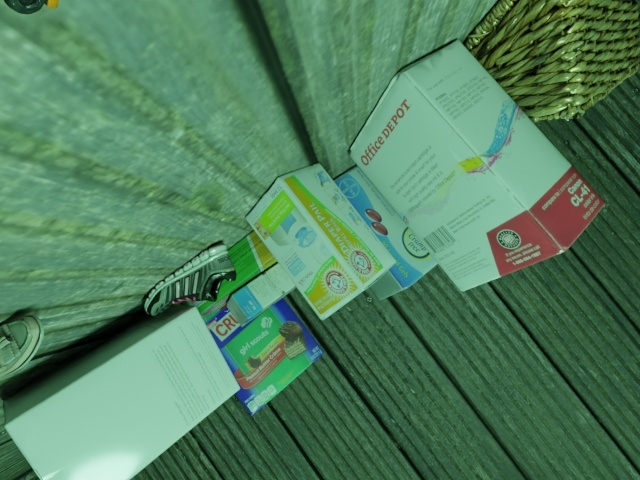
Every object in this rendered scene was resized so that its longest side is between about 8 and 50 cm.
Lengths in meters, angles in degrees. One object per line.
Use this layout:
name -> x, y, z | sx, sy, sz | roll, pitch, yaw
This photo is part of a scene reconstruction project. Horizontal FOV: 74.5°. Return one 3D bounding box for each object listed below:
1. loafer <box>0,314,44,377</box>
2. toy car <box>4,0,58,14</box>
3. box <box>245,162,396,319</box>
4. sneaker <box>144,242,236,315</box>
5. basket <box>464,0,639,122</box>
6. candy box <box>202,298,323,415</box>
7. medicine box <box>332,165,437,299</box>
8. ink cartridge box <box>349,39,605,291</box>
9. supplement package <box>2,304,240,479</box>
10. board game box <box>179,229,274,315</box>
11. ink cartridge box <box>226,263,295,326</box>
loafer -> -0.332, 0.119, 0.421 | 0.125, 0.045, 0.039 | -36, 168, 14
toy car -> -0.084, -0.066, 0.102 | 0.060, 0.122, 0.040 | 1, 138, -52
box -> 0.000, 0.000, 0.653 | 0.103, 0.203, 0.114 | -31, 172, -48
sneaker -> -0.208, 0.080, 0.689 | 0.170, 0.075, 0.063 | -37, 175, 0
basket -> 0.343, -0.328, 0.665 | 0.299, 0.223, 0.213 | -34, -153, -32
candy box -> -0.192, 0.284, 1.217 | 0.268, 0.317, 0.122 | -36, 173, -25
medicine box -> 0.179, -0.062, 0.938 | 0.289, 0.264, 0.149 | -35, 175, -21
ink cartridge box -> 0.212, -0.097, 0.638 | 0.131, 0.306, 0.226 | -35, 174, -23
supplement package -> -0.324, 0.257, 0.704 | 0.293, 0.178, 0.175 | -32, -166, -36
board game box -> -0.149, 0.059, 0.931 | 0.242, 0.064, 0.316 | -37, 174, 3
ink cartridge box -> -0.104, 0.100, 0.893 | 0.180, 0.060, 0.104 | -34, 173, -26
